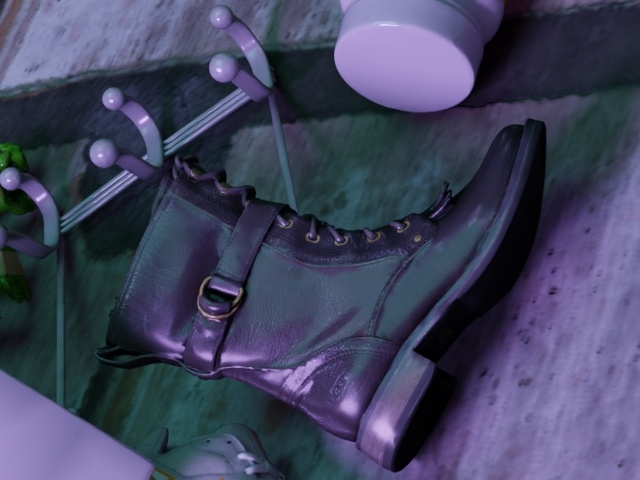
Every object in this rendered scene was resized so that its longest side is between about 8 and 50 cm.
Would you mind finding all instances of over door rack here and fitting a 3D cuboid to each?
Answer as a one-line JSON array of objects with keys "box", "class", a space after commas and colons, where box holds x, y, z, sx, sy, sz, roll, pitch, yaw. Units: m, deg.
[{"box": [-0.121, -0.012, 1.373, 0.239, 0.108, 0.324, -35, 41, 14], "class": "over door rack"}]

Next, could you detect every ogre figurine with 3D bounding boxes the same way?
[{"box": [-0.296, 0.003, 1.522, 0.118, 0.097, 0.197, -17, 59, 15], "class": "ogre figurine"}]

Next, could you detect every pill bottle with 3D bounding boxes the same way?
[{"box": [0.079, -0.203, 1.345, 0.119, 0.119, 0.208, -9, 52, 36], "class": "pill bottle"}]

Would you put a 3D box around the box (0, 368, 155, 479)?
[{"box": [-0.286, 0.193, 1.221, 0.345, 0.168, 0.215, -9, 50, 61], "class": "box"}]

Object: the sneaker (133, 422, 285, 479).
[{"box": [-0.049, 0.169, 1.174, 0.262, 0.099, 0.121, 6, 58, 42], "class": "sneaker"}]

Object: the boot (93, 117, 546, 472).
[{"box": [0.000, 0.000, 1.196, 0.229, 0.091, 0.263, 26, 77, 19], "class": "boot"}]
